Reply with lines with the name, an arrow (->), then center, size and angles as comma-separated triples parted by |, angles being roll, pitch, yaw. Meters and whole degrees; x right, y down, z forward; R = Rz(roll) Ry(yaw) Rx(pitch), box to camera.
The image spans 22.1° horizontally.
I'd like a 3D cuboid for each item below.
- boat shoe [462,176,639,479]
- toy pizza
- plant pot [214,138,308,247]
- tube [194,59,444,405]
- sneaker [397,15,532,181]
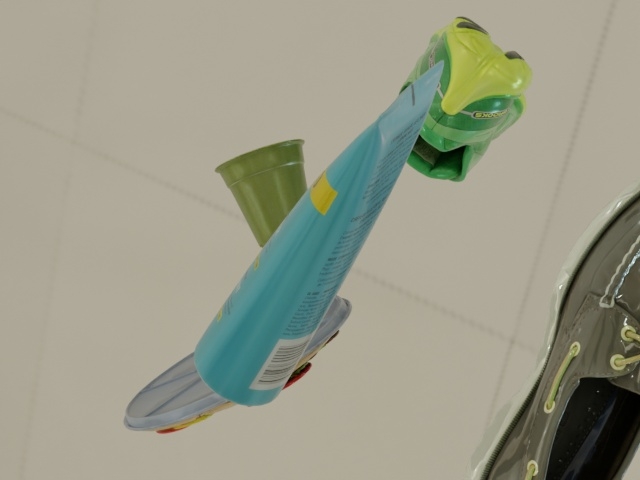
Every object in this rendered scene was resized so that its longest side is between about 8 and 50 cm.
boat shoe -> 0.211, 0.097, 1.212 | 0.091, 0.109, 0.305 | 40, 107, 53
toy pizza -> -0.061, 0.103, 1.289 | 0.201, 0.201, 0.032 | -21, 101, 34
plant pot -> -0.041, -0.038, 1.436 | 0.083, 0.083, 0.079 | -22, 85, 34
tube -> 0.000, 0.000, 0.831 | 0.052, 0.080, 0.207 | 34, 125, 2
sneaker -> 0.109, -0.117, 1.419 | 0.109, 0.295, 0.123 | 40, 92, 6
